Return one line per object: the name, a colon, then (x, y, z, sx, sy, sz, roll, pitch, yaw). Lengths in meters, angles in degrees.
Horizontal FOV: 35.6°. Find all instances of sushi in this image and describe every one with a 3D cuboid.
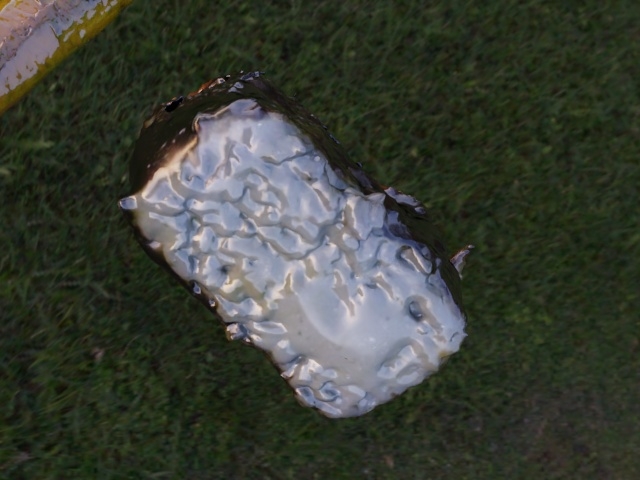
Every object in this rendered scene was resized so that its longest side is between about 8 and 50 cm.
sushi: (0.000, 0.000, 0.857, 0.343, 0.196, 0.182, 44, 30, -21)

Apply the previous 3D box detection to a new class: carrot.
carrot: (-0.218, -0.110, 0.645, 0.070, 0.070, 0.260, 47, 70, -6)
